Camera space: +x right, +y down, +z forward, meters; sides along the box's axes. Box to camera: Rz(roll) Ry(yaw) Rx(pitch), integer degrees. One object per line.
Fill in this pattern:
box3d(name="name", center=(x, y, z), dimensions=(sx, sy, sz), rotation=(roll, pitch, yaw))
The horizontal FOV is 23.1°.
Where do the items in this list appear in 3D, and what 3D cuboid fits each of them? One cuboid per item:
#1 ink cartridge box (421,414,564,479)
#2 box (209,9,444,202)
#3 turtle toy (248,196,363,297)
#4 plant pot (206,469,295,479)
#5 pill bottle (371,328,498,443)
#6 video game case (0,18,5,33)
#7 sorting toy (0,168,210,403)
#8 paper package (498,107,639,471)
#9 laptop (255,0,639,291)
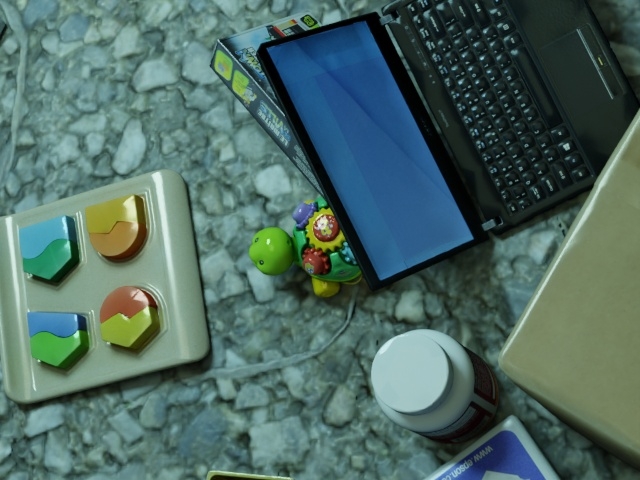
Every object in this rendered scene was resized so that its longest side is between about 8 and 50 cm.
box3d(name="ink cartridge box", center=(0.124, 0.352, 1.268), dimensions=(0.304, 0.072, 0.307), rotation=(-37, 63, 8))
box3d(name="box", center=(0.005, -0.117, 1.425), dimensions=(0.114, 0.036, 0.207), rotation=(-24, 63, -36))
box3d(name="turtle toy", center=(0.000, 0.000, 1.417), dimensions=(0.130, 0.066, 0.095), rotation=(-18, 72, 14))
box3d(name="plant pot", center=(-0.051, 0.247, 1.364), dimensions=(0.081, 0.083, 0.081), rotation=(3, 79, 19))
box3d(name="pill bottle", center=(0.094, 0.121, 1.309), dimensions=(0.086, 0.152, 0.086), rotation=(-4, 75, 17))
box3d(name="video game case", center=(-0.452, -0.169, 1.633), dimensions=(0.193, 0.023, 0.212), rotation=(24, 86, 22))
box3d(name="sorting toy", center=(-0.218, 0.043, 1.495), dimensions=(0.208, 0.038, 0.193), rotation=(-14, 73, 15))
box3d(name="paper package", center=(0.355, 0.065, 1.229), dimensions=(0.325, 0.168, 0.309), rotation=(30, 87, 23))
box3d(name="laptop", center=(0.121, -0.120, 1.340), dimensions=(0.264, 0.136, 0.234), rotation=(-27, 86, 12))
